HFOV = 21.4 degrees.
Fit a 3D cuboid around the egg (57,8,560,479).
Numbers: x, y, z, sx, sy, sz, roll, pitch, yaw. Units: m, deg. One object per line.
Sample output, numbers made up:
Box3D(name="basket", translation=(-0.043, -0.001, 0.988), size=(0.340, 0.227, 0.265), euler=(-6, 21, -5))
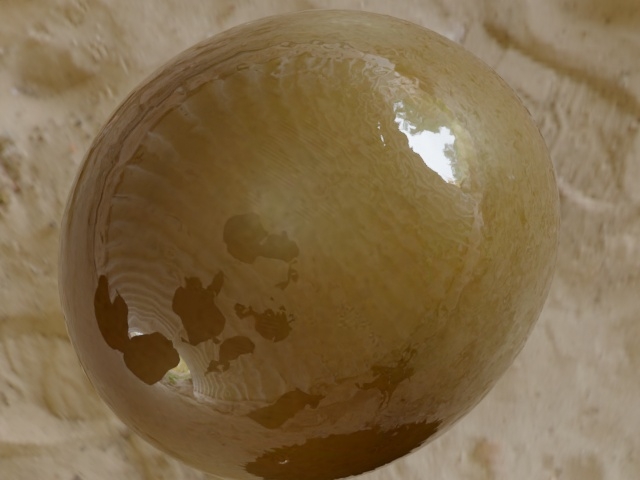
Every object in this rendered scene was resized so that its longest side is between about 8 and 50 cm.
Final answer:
Box3D(name="egg", translation=(0.000, 0.000, 1.039), size=(0.351, 0.282, 0.282), euler=(-25, 66, -44))
